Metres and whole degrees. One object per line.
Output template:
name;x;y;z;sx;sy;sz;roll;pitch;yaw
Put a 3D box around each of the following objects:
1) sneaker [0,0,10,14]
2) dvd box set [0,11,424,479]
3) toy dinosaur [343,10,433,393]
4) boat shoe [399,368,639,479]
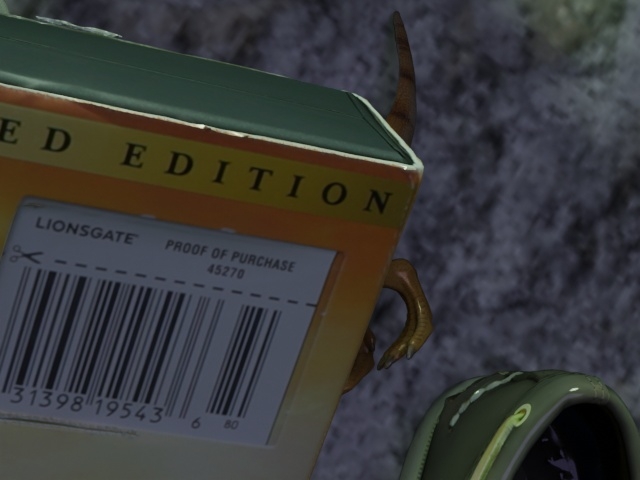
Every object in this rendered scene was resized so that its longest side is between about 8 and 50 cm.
sneaker;-0.128;0.024;0.655;0.108;0.100;0.271;-18;102;-61
dvd box set;-0.180;0.127;0.502;0.308;0.062;0.420;9;113;-24
toy dinosaur;0.000;0.000;0.719;0.211;0.064;0.112;-39;93;-21
boat shoe;0.064;0.198;0.691;0.109;0.091;0.305;14;76;-16
